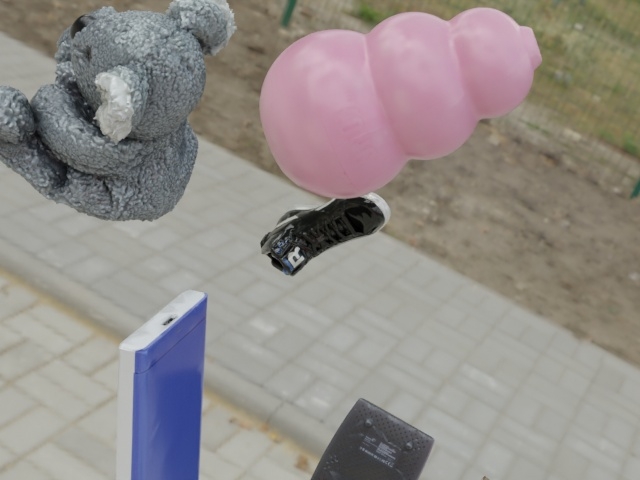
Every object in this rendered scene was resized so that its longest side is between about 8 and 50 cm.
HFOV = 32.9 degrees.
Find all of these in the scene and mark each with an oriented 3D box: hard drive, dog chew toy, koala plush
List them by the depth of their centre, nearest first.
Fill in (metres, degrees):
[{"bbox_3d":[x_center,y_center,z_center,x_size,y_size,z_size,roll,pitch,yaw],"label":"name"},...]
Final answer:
[{"bbox_3d":[-0.172,-0.133,0.987,0.203,0.221,0.196,46,52,-7],"label":"koala plush"},{"bbox_3d":[0.099,-0.177,1.298,0.332,0.206,0.206,-17,17,16],"label":"dog chew toy"},{"bbox_3d":[-0.216,0.252,1.485,0.040,0.318,0.210,11,21,15],"label":"hard drive"},{"bbox_3d":[0.082,0.426,1.967,0.172,0.254,0.054,28,9,6],"label":"hard drive"}]

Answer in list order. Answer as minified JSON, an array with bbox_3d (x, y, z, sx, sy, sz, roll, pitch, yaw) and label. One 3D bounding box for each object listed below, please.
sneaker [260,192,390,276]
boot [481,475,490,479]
[{"bbox_3d":[0.000,0.000,1.570,0.079,0.217,0.121,52,54,-21],"label":"sneaker"},{"bbox_3d":[0.288,0.418,1.738,0.087,0.042,0.118,34,-1,15],"label":"boot"}]
